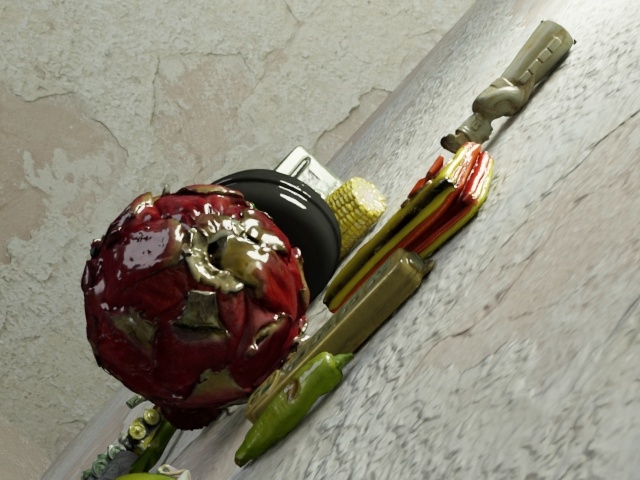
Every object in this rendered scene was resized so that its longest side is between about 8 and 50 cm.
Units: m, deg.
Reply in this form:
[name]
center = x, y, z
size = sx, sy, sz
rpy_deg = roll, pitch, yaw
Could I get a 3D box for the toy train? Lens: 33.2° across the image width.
[toy train]
center = -0.330, 0.374, 1.862
size = 0.060, 0.081, 0.202
rpy_deg = -42, 2, 43

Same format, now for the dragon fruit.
[dragon fruit]
center = -0.168, 0.080, 1.453
size = 0.329, 0.329, 0.329
rpy_deg = -48, 6, 7

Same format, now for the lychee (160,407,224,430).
[lychee]
center = -0.191, 0.222, 1.624
size = 0.129, 0.123, 0.123
rpy_deg = -43, 1, -41

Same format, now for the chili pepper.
[chili pepper]
center = -0.043, 0.188, 1.153
size = 0.208, 0.043, 0.049
rpy_deg = -47, 19, 25

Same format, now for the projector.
[projector]
center = -0.055, -0.030, 1.915
size = 0.163, 0.177, 0.242
rpy_deg = -51, 6, -34

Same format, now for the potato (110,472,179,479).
[potato]
center = -0.186, 0.303, 0.896
size = 0.253, 0.148, 0.186
rpy_deg = -55, 29, 5

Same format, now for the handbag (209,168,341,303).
[handbag]
center = -0.114, 0.028, 1.646
size = 0.308, 0.254, 0.093
rpy_deg = -47, 19, 26

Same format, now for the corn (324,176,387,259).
[corn]
center = 0.000, 0.000, 1.737
size = 0.244, 0.093, 0.093
rpy_deg = -46, 7, 21

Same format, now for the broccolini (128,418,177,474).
[broccolini]
center = -0.271, 0.355, 1.671
size = 0.392, 0.074, 0.078
rpy_deg = -60, -29, -65

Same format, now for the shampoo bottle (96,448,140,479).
[shampoo bottle]
center = -0.352, 0.429, 1.706
size = 0.072, 0.072, 0.214
rpy_deg = -43, 8, 43

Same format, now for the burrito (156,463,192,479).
[burrito]
center = -0.178, 0.318, 1.109
size = 0.144, 0.089, 0.229
rpy_deg = -34, 9, 5

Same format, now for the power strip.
[power strip]
center = 0.010, 0.118, 1.194
size = 0.305, 0.044, 0.064
rpy_deg = -47, 7, 17

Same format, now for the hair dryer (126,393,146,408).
[hair dryer]
center = -0.276, 0.259, 2.093
size = 0.225, 0.088, 0.219
rpy_deg = -43, -10, -12

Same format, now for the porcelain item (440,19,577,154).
[porcelain item]
center = 0.241, -0.192, 1.397
size = 0.213, 0.054, 0.084
rpy_deg = -49, 4, -6

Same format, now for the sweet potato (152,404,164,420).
[sweet potato]
center = -0.296, 0.325, 2.031
size = 0.049, 0.049, 0.117
rpy_deg = -50, 7, -9

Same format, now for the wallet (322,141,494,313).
[wallet]
center = 0.101, -0.015, 1.264
size = 0.241, 0.067, 0.141
rpy_deg = -45, 5, 34
